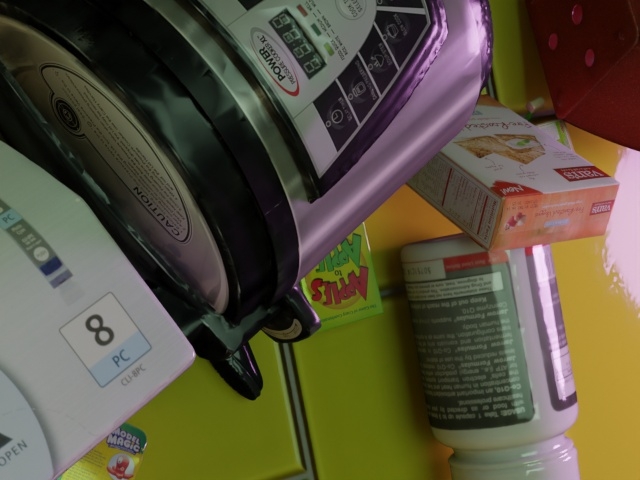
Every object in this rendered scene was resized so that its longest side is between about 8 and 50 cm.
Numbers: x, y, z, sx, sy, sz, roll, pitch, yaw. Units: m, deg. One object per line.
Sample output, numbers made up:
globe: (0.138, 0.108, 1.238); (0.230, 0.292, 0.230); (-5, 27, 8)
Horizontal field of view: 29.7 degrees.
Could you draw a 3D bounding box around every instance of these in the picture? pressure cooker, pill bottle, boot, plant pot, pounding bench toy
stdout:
pressure cooker: (-0.101, -0.123, 1.034); (0.420, 0.370, 0.375); (-42, 147, -25)
pill bottle: (0.186, 0.131, 1.293); (0.161, 0.161, 0.283); (-10, 91, -30)
boot: (-0.075, 0.087, 1.216); (0.099, 0.045, 0.121); (-46, 108, -28)
plant pot: (0.390, -0.254, 1.368); (0.236, 0.267, 0.267); (-2, 67, -21)
pounding bench toy: (0.247, -0.120, 1.406); (0.052, 0.065, 0.083); (-18, 90, -29)

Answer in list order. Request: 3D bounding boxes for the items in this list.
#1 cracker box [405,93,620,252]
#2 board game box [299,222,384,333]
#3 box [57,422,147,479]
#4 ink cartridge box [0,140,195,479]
cracker box: (0.176, -0.078, 1.268); (0.156, 0.232, 0.067); (-8, 124, -31)
board game box: (0.000, 0.000, 1.264); (0.092, 0.043, 0.181); (-14, 93, -31)
box: (-0.239, 0.240, 1.107); (0.105, 0.043, 0.179); (30, 74, -24)
ink cartridge box: (-0.308, 0.019, 0.781); (0.308, 0.091, 0.385); (-40, 97, -36)
